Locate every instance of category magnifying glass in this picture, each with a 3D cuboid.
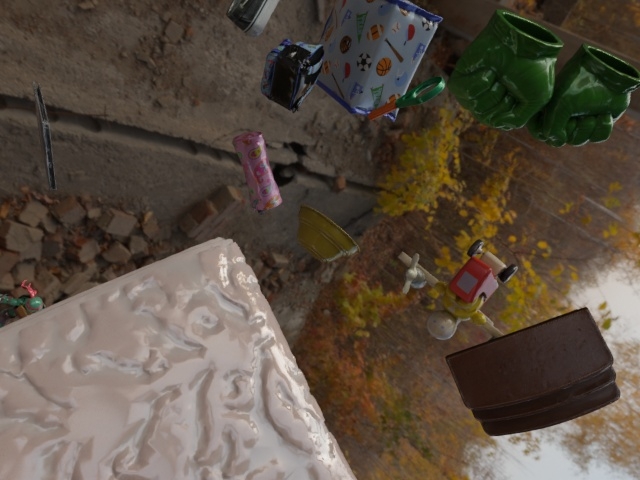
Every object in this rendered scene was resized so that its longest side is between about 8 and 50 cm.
[{"bbox_3d":[0.227,-0.374,1.251,0.026,0.231,0.092,51,46,-27],"label":"magnifying glass"}]

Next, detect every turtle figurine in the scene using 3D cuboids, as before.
[{"bbox_3d":[-0.801,0.202,1.256,0.234,0.175,0.118,-31,-170,43],"label":"turtle figurine"}]

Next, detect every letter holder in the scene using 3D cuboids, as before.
[{"bbox_3d":[0.459,0.298,1.001,0.301,0.215,0.152,-25,162,16],"label":"letter holder"}]

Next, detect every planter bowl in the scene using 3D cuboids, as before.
[{"bbox_3d":[0.000,0.000,1.332,0.090,0.217,0.217,-52,156,-9],"label":"planter bowl"}]

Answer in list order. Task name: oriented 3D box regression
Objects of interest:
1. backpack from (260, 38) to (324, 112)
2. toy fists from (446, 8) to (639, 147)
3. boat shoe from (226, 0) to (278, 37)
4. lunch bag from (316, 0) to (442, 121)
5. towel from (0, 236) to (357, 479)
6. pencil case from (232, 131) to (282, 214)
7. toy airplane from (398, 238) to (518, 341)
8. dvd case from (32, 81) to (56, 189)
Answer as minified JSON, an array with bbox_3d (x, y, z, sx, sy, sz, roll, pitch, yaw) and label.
[{"bbox_3d":[-0.065,-0.453,1.239,0.173,0.116,0.158,-59,175,-38],"label":"backpack"},{"bbox_3d":[0.323,-0.215,0.681,0.279,0.096,0.142,11,138,-17],"label":"toy fists"},{"bbox_3d":[-0.161,-0.751,1.319,0.119,0.121,0.335,26,82,-39],"label":"boat shoe"},{"bbox_3d":[0.130,-0.595,1.425,0.238,0.385,0.328,2,124,-38],"label":"lunch bag"},{"bbox_3d":[-0.139,0.198,0.350,0.316,0.332,0.053,-25,167,-19],"label":"towel"},{"bbox_3d":[-0.226,-0.243,1.666,0.124,0.124,0.284,-32,121,-35],"label":"pencil case"},{"bbox_3d":[0.423,0.202,1.428,0.272,0.386,0.384,-40,109,-18],"label":"toy airplane"},{"bbox_3d":[-0.638,-0.244,1.078,0.018,0.221,0.165,-8,131,-30],"label":"dvd case"}]
